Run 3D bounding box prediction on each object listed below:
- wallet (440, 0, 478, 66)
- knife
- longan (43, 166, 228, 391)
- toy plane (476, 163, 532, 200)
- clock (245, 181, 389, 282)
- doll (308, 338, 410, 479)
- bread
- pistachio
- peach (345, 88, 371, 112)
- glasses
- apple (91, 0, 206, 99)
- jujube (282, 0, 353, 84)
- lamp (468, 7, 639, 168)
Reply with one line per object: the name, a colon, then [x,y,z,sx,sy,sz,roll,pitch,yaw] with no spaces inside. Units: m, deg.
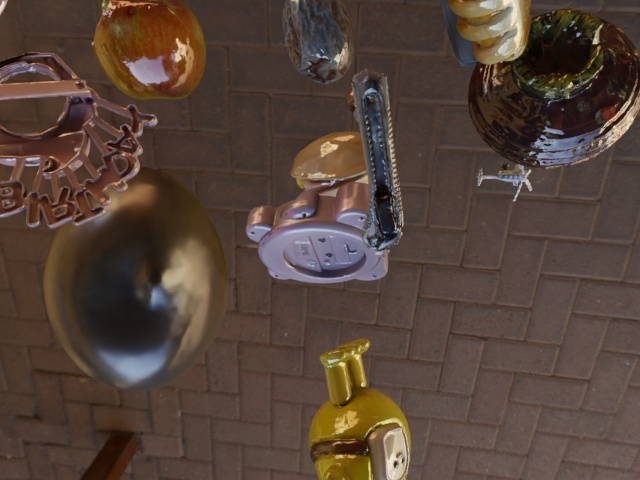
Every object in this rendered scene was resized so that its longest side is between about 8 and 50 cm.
wallet: [0.448,-0.605,1.215,0.075,0.342,0.237,-28,111,1]
knife: [0.108,-0.137,0.851,0.089,0.043,0.366,-8,115,3]
longan: [-0.280,0.063,0.691,0.287,0.288,0.351,8,109,1]
toy plane: [0.706,-0.241,1.718,0.272,0.107,0.182,-22,113,-14]
clock: [0.000,0.000,1.091,0.321,0.114,0.296,-5,143,13]
doll: [0.055,0.323,0.584,0.145,0.199,0.364,-15,80,29]
bread: [0.199,-0.293,0.520,0.084,0.120,0.177,1,149,36]
pistachio: [0.058,-0.223,1.393,0.308,0.230,0.230,-13,107,22]
peach: [0.121,-0.443,1.390,0.082,0.083,0.083,1,108,3]
glasses: [-0.251,-0.068,0.314,0.255,0.095,0.162,-26,87,-14]
apple: [-0.534,-0.602,1.390,0.338,0.340,0.340,1,108,3]
jujube: [0.000,-0.690,1.489,0.215,0.246,0.309,-17,103,-22]
lamp: [0.346,-0.228,0.664,0.246,0.247,0.247,1,108,3]
